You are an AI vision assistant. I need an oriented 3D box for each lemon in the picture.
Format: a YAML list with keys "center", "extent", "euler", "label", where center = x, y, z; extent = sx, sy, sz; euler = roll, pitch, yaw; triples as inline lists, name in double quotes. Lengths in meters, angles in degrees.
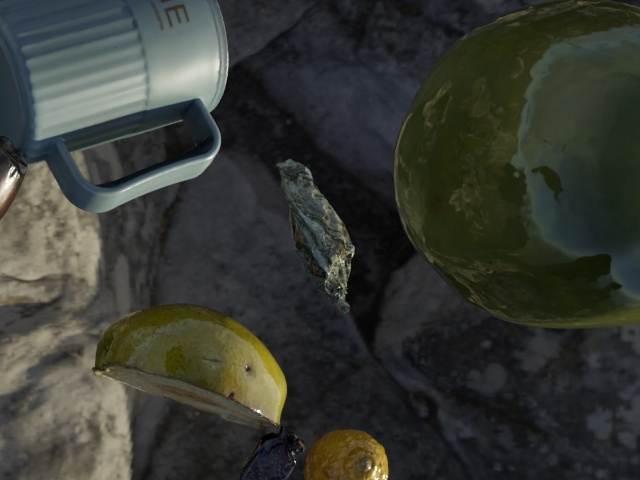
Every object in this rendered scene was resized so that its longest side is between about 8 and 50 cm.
- center: [0.045, 0.390, 1.799]
  extent: [0.142, 0.187, 0.142]
  euler: [7, 68, -19]
  label: "lemon"

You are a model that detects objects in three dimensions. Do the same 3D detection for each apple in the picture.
- center: [0.258, -0.076, 1.055]
  extent: [0.357, 0.357, 0.358]
  euler: [3, 85, -37]
  label: "apple"

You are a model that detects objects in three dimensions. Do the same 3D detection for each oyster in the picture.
- center: [-0.001, 0.000, 0.809]
  extent: [0.037, 0.098, 0.100]
  euler: [-25, 141, -12]
  label: "oyster"

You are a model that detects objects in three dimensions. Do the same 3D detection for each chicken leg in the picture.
- center: [-0.103, 0.458, 1.988]
  extent: [0.051, 0.105, 0.253]
  euler: [-57, 164, -69]
  label: "chicken leg"

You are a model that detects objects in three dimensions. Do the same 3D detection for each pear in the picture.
- center: [-0.241, 0.231, 2.120]
  extent: [0.386, 0.340, 0.191]
  euler: [23, 72, -22]
  label: "pear"

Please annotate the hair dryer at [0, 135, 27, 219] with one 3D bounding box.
- center: [-0.508, -0.096, 1.120]
  extent: [0.312, 0.123, 0.340]
  euler: [-35, 79, -1]
  label: "hair dryer"

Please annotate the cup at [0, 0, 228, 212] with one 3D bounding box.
- center: [-0.319, -0.223, 1.468]
  extent: [0.311, 0.256, 0.331]
  euler: [-24, 108, -37]
  label: "cup"
